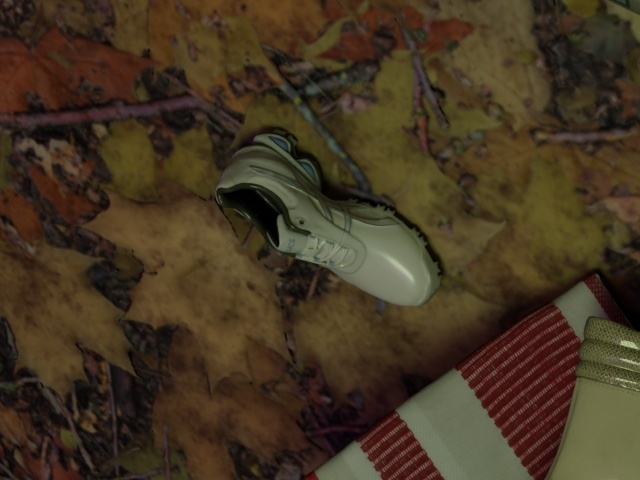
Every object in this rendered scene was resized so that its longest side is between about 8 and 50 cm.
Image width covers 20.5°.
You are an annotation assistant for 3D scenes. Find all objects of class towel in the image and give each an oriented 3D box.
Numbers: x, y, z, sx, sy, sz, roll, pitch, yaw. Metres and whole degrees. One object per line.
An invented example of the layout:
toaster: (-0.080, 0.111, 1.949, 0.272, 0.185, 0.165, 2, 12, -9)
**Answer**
towel: (0.117, 0.208, 1.203, 0.237, 0.329, 0.037, 55, 174, -7)

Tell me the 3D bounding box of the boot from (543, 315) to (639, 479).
boot: (0.259, 0.174, 1.160, 0.262, 0.203, 0.095, 20, 171, -15)

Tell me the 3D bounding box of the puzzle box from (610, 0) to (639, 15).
puzzle box: (0.203, -0.163, 0.939, 0.409, 0.272, 0.052, 28, 89, 15)

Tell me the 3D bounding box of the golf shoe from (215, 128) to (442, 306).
golf shoe: (0.000, 0.000, 1.259, 0.176, 0.086, 0.069, 35, 127, 9)
